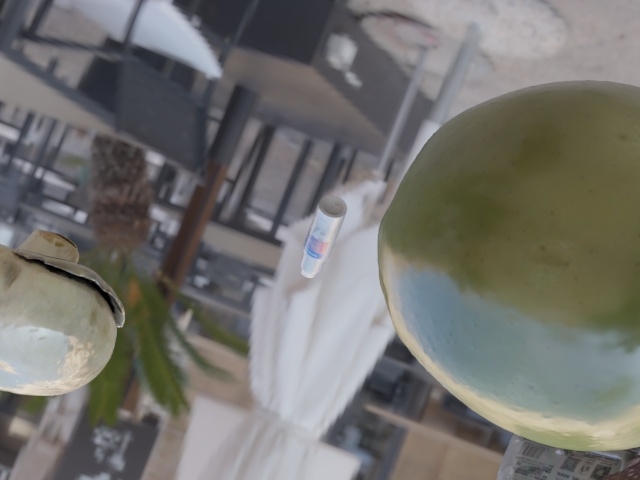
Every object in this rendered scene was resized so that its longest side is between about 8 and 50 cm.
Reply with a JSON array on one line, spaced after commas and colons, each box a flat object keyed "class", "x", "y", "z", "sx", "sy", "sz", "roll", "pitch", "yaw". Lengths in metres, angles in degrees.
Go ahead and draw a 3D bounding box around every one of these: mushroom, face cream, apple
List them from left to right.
[{"class": "mushroom", "x": -0.230, "y": 0.052, "z": 1.091, "sx": 0.154, "sy": 0.122, "sz": 0.154, "roll": 12, "pitch": 153, "yaw": 6}, {"class": "face cream", "x": 0.000, "y": 0.000, "z": 1.588, "sx": 0.034, "sy": 0.034, "sz": 0.130, "roll": 21, "pitch": 142, "yaw": 0}, {"class": "apple", "x": 0.233, "y": 0.017, "z": 1.313, "sx": 0.357, "sy": 0.357, "sz": 0.357, "roll": 20, "pitch": 173, "yaw": 2}]

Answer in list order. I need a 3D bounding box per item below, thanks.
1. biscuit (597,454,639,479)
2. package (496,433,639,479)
[{"class": "biscuit", "x": 0.257, "y": 0.159, "z": 0.918, "sx": 0.062, "sy": 0.239, "sz": 0.108, "roll": 62, "pitch": 174, "yaw": 2}, {"class": "package", "x": 0.236, "y": 0.282, "z": 1.470, "sx": 0.171, "sy": 0.173, "sz": 0.027, "roll": 10, "pitch": 157, "yaw": 49}]
